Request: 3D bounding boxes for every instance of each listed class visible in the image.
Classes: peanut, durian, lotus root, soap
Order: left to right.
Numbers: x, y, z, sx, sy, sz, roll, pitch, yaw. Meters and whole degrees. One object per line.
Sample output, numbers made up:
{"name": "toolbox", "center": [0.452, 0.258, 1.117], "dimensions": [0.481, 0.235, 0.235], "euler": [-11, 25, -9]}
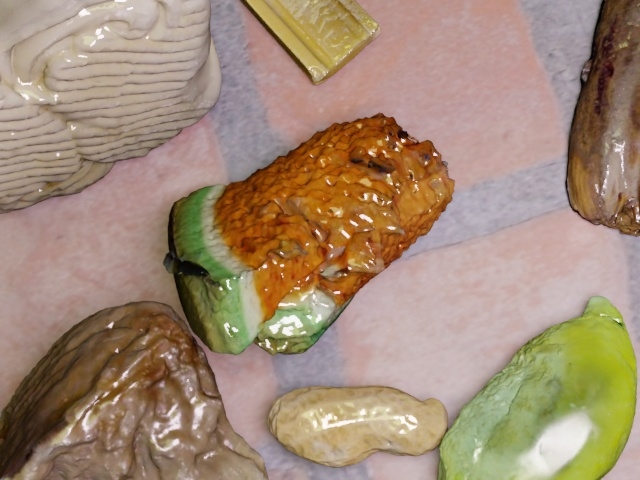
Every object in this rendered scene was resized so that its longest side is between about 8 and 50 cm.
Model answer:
{"name": "soap", "center": [-0.045, -0.286, 1.148], "dimensions": [0.092, 0.037, 0.252], "euler": [-40, 75, -1]}
{"name": "peanut", "center": [0.036, 0.180, 1.003], "dimensions": [0.175, 0.080, 0.080], "euler": [-1, 76, 6]}
{"name": "durian", "center": [0.211, 0.169, 0.963], "dimensions": [0.250, 0.101, 0.139], "euler": [-42, 73, -3]}
{"name": "lotus root", "center": [0.346, -0.167, 1.038], "dimensions": [0.167, 0.078, 0.329], "euler": [9, 78, 9]}

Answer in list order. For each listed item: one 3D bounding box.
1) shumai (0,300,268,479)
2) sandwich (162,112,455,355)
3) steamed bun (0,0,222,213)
{"name": "shumai", "center": [-0.174, 0.238, 1.003], "dimensions": [0.283, 0.217, 0.346], "euler": [29, 98, -18]}
{"name": "sandwich", "center": [0.000, 0.000, 1.018], "dimensions": [0.301, 0.250, 0.162], "euler": [-28, 117, -8]}
{"name": "steamed bun", "center": [-0.273, -0.198, 1.020], "dimensions": [0.310, 0.324, 0.219], "euler": [-27, 70, -7]}
